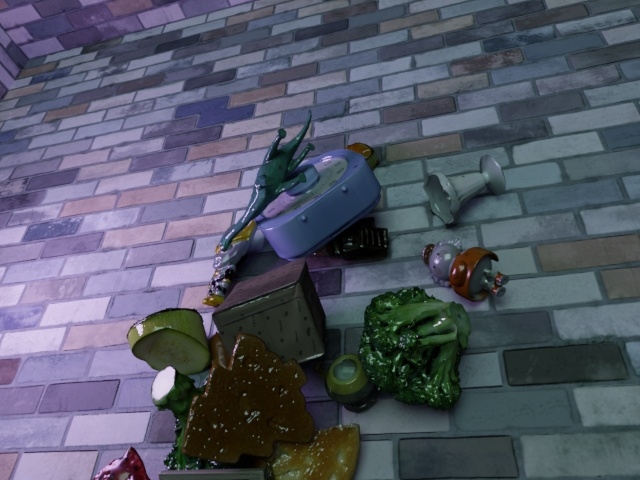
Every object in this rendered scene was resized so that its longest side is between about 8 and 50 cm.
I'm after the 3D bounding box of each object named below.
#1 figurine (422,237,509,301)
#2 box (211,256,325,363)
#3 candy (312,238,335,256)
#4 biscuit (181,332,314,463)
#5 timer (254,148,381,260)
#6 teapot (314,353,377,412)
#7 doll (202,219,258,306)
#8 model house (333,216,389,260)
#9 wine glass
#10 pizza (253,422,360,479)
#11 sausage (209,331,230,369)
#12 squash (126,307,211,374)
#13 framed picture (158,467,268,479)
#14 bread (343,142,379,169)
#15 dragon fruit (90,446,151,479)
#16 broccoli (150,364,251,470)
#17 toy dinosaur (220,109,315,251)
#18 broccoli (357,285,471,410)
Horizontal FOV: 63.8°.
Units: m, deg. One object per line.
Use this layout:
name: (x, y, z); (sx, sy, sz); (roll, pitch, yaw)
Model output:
figurine: (0.376, 0.072, 1.363); (0.143, 0.143, 0.271); (-35, 25, -9)
box: (-0.115, 0.190, 1.304); (0.225, 0.191, 0.297); (-20, 7, 4)
candy: (0.000, 0.000, 1.579); (0.110, 0.085, 0.095); (3, 45, 35)
biscuit: (-0.166, 0.356, 1.107); (0.301, 0.043, 0.278); (-27, 83, -20)
timer: (-0.036, -0.137, 1.565); (0.394, 0.173, 0.395); (-27, 28, 15)
teapot: (0.063, 0.343, 1.256); (0.165, 0.119, 0.130); (9, 49, 35)
doll: (-0.288, 0.059, 1.621); (0.103, 0.145, 0.316); (19, 63, -7)
model house: (0.124, -0.016, 1.522); (0.152, 0.106, 0.165); (-11, 55, 14)
wine glass: (0.419, -0.157, 1.500); (0.196, 0.165, 0.165); (-26, 49, -8)
pizza: (-0.044, 0.505, 1.151); (0.228, 0.081, 0.290); (35, 72, -4)
sausage: (-0.275, 0.332, 1.429); (0.062, 0.054, 0.183); (-43, 45, 27)
squash: (-0.420, 0.286, 1.413); (0.220, 0.220, 0.133); (-21, 54, 3)
framed picture: (-0.211, 0.650, 1.066); (0.247, 0.022, 0.335); (-8, 84, 14)
bread: (0.116, -0.269, 1.748); (0.128, 0.069, 0.140); (31, 72, 37)
dragon fruit: (-0.462, 0.671, 1.077); (0.240, 0.303, 0.330); (3, 17, -29)
broccoli: (-0.270, 0.426, 1.203); (0.297, 0.297, 0.298); (-27, 37, 23)
toy dinosaur: (-0.165, -0.171, 1.512); (0.331, 0.129, 0.384); (-34, 29, 48)
broccoli: (0.230, 0.237, 1.188); (0.275, 0.307, 0.308); (-33, 36, 45)
